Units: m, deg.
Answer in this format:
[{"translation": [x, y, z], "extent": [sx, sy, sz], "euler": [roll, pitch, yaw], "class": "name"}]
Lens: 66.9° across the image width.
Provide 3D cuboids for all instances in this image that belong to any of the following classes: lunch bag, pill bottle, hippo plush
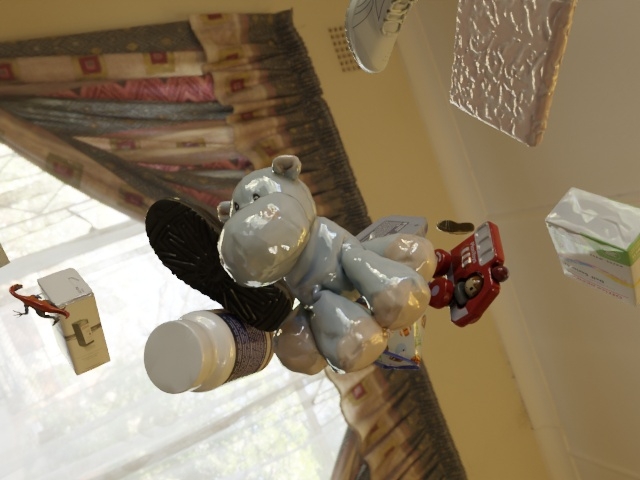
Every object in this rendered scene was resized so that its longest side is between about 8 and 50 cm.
[{"translation": [0.177, 0.233, 1.659], "extent": [0.385, 0.328, 0.239], "euler": [28, -28, -23], "class": "lunch bag"}, {"translation": [-0.206, 0.209, 0.943], "extent": [0.153, 0.153, 0.265], "euler": [57, 14, 15], "class": "pill bottle"}, {"translation": [0.000, 0.000, 0.631], "extent": [0.234, 0.294, 0.236], "euler": [-26, -63, 25], "class": "hippo plush"}]

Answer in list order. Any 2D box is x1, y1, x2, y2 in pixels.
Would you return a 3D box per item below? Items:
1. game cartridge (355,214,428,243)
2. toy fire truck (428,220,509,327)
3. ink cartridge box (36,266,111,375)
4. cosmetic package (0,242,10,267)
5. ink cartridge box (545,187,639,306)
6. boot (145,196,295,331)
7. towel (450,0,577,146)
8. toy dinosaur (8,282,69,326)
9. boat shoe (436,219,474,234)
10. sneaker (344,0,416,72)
[{"translation": [0.202, 0.004, 1.522], "extent": [0.196, 0.294, 0.060], "euler": [3, -61, 46], "class": "game cartridge"}, {"translation": [0.474, 0.108, 1.529], "extent": [0.169, 0.302, 0.254], "euler": [27, -47, -18], "class": "toy fire truck"}, {"translation": [-0.611, 0.199, 1.205], "extent": [0.158, 0.092, 0.218], "euler": [28, -53, 40], "class": "ink cartridge box"}, {"translation": [-0.910, -0.123, 1.143], "extent": [0.377, 0.097, 0.284], "euler": [43, -37, 16], "class": "cosmetic package"}, {"translation": [0.730, 0.038, 1.238], "extent": [0.207, 0.119, 0.353], "euler": [33, -9, 47], "class": "ink cartridge box"}, {"translation": [-0.178, 0.026, 1.016], "extent": [0.348, 0.131, 0.260], "euler": [43, 16, -8], "class": "boot"}, {"translation": [0.437, -0.432, 1.155], "extent": [0.317, 0.053, 0.332], "euler": [50, -25, 45], "class": "towel"}, {"translation": [-0.440, 0.093, 0.755], "extent": [0.090, 0.047, 0.082], "euler": [-21, -52, 32], "class": "toy dinosaur"}, {"translation": [0.471, -0.040, 1.708], "extent": [0.045, 0.135, 0.050], "euler": [103, -7, -66], "class": "boat shoe"}, {"translation": [0.131, -0.474, 0.943], "extent": [0.129, 0.111, 0.297], "euler": [44, -43, 44], "class": "sneaker"}]
